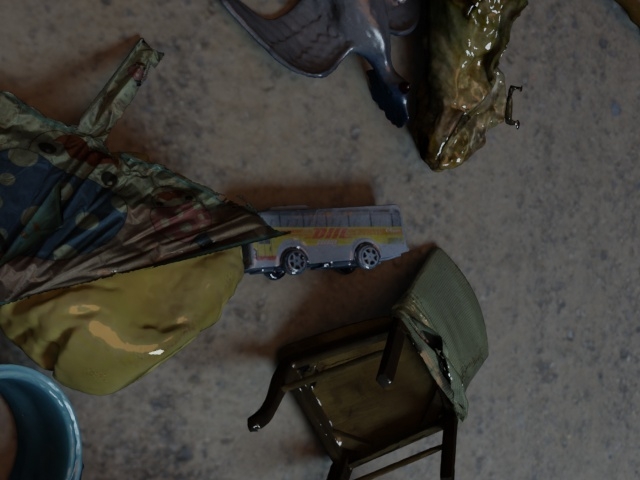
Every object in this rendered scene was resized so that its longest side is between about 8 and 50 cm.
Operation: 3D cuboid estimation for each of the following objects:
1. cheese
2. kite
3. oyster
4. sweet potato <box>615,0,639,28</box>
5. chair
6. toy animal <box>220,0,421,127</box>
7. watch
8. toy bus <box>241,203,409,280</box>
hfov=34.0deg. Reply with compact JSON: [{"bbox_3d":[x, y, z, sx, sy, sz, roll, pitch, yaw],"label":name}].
[{"bbox_3d":[-0.192,0.021,0.969,0.214,0.117,0.226,45,56,1],"label":"cheese"},{"bbox_3d":[-0.223,-0.066,0.938,0.406,0.014,0.368,26,49,-2],"label":"kite"},{"bbox_3d":[0.178,-0.239,1.171,0.133,0.198,0.336,11,97,7],"label":"oyster"},{"bbox_3d":[0.392,-0.322,1.313,0.074,0.075,0.269,-49,113,-19],"label":"sweet potato"},{"bbox_3d":[0.065,0.147,1.108,0.186,0.319,0.160,-25,102,20],"label":"chair"},{"bbox_3d":[0.023,-0.247,1.124,0.239,0.176,0.255,-26,66,-28],"label":"toy animal"},{"bbox_3d":[-0.304,0.205,0.906,0.193,0.211,0.211,-44,109,-42],"label":"watch"},{"bbox_3d":[0.000,0.000,1.112,0.191,0.064,0.075,-3,84,-27],"label":"toy bus"}]
